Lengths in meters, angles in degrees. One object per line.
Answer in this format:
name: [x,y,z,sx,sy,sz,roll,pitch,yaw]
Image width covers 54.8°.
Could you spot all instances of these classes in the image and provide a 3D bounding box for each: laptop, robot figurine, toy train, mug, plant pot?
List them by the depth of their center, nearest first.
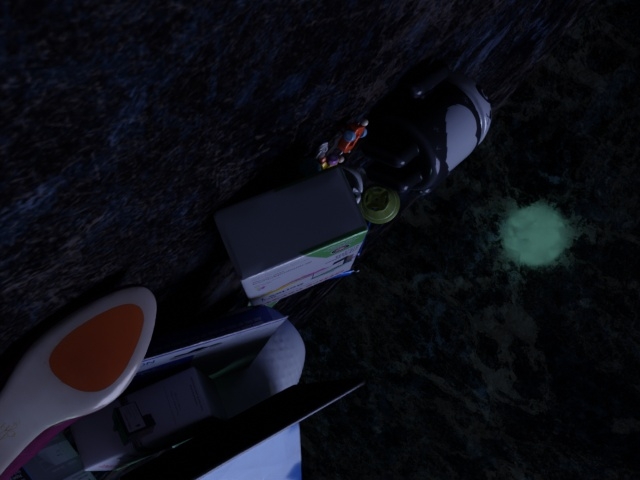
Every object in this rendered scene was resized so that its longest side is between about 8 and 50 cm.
toy train: [0.007,-0.145,0.993,0.166,0.046,0.125,-33,160,-54]
laptop: [-0.128,0.443,1.116,0.382,0.236,0.408,-21,177,-35]
robot figurine: [0.206,-0.205,1.178,0.278,0.173,0.209,-40,176,-27]
plant pot: [0.112,-0.077,1.202,0.083,0.083,0.079,-45,171,4]
mug: [-0.186,0.347,1.401,0.328,0.276,0.374,-43,129,-33]

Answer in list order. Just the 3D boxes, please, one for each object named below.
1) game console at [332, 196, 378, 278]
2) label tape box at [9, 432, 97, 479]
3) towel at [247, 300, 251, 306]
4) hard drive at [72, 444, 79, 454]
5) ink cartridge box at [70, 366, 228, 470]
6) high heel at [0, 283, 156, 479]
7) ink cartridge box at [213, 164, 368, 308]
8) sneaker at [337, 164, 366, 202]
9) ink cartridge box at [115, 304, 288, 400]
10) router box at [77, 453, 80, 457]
game console: [0.000,0.000,1.461,0.250,0.173,0.293,-12,180,-11]
label tape box: [-0.408,0.480,0.962,0.115,0.347,0.249,-43,172,-1]
towel: [-0.093,0.110,1.728,0.325,0.038,0.248,-42,172,-27]
hard drive: [-0.566,0.485,1.330,0.094,0.022,0.135,-45,171,2]
ink cartridge box: [-0.287,0.310,1.058,0.219,0.092,0.160,-23,160,-5]
high heel: [-0.367,0.194,0.784,0.377,0.127,0.181,-46,-159,-20]
ink cartridge box: [-0.047,0.007,1.011,0.201,0.117,0.278,-22,168,-8]
sneaker: [-0.002,-0.039,1.259,0.292,0.110,0.118,-49,179,27]
ink cartridge box: [-0.237,0.200,1.071,0.304,0.072,0.307,-14,156,-26]
router box: [-0.485,0.446,1.389,0.092,0.038,0.122,-62,171,1]
